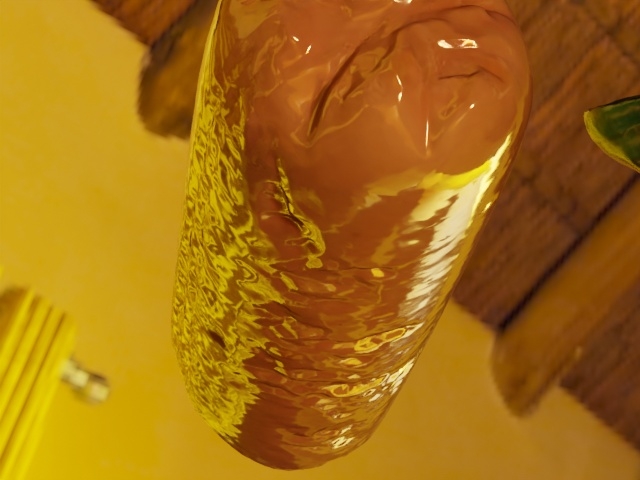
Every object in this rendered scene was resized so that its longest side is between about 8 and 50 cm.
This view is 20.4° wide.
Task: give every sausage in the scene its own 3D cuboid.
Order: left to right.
[{"bbox_3d":[-0.001,0.000,0.525,0.086,0.086,0.289,18,-22,2],"label":"sausage"}]

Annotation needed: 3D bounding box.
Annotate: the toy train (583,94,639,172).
[{"bbox_3d":[0.308,-0.041,1.066,0.249,0.429,0.178,-21,-88,12],"label":"toy train"}]
